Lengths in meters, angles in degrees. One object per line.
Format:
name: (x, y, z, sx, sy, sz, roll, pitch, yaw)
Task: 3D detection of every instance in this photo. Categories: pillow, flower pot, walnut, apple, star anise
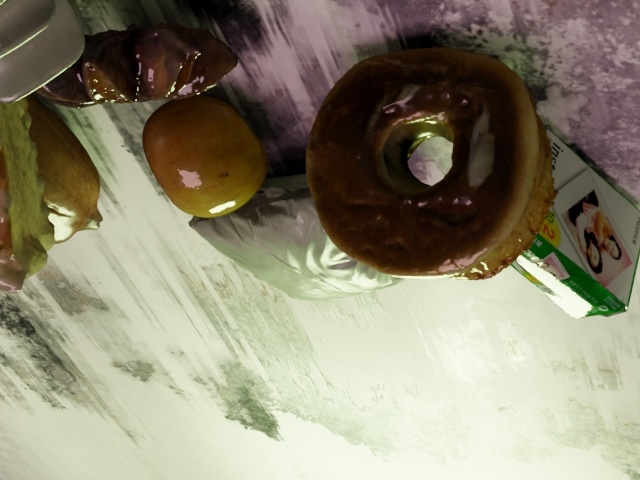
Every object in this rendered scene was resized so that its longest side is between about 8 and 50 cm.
pillow: (0.000, 0.000, 2.085, 0.310, 0.138, 0.283, -12, 145, 39)
flower pot: (-0.426, -0.347, 1.640, 0.164, 0.367, 0.254, -36, 136, 2)
walnut: (-0.455, -0.106, 2.092, 0.209, 0.209, 0.336, -14, 139, 38)
apple: (-0.161, -0.122, 1.962, 0.155, 0.182, 0.182, -25, 133, 8)
star anise: (-0.254, -0.233, 1.796, 0.315, 0.315, 0.108, 1, 104, 24)

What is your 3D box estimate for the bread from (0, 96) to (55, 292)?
bread: (-0.577, -0.091, 1.831, 0.390, 0.279, 0.371, -8, 103, 4)

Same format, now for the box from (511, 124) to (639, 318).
box: (0.326, -0.020, 1.868, 0.250, 0.180, 0.103, 37, 145, -28)

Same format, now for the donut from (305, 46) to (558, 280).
donut: (0.149, -0.100, 1.756, 0.330, 0.330, 0.160, -7, 171, 32)
